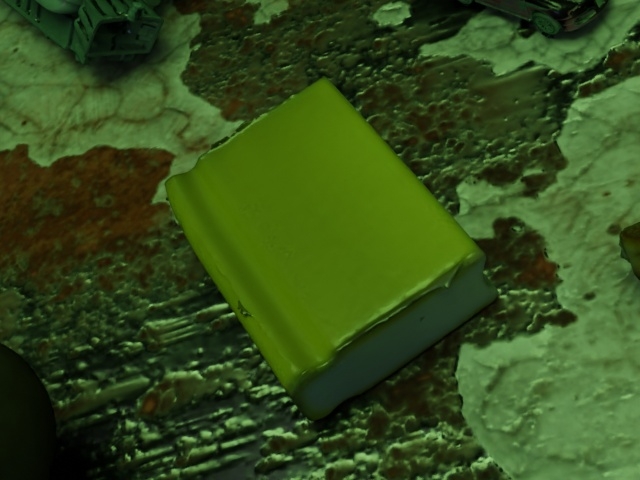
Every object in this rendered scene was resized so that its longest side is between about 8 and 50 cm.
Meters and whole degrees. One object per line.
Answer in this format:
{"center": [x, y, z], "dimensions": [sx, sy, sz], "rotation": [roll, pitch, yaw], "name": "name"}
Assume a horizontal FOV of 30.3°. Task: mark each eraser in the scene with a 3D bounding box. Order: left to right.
{"center": [0.000, 0.000, 0.829], "dimensions": [0.158, 0.069, 0.226], "rotation": [-33, 52, -6], "name": "eraser"}

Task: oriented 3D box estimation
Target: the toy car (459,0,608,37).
{"center": [0.158, -0.210, 0.919], "dimensions": [0.142, 0.055, 0.069], "rotation": [29, 75, 35], "name": "toy car"}

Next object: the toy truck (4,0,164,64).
{"center": [-0.244, -0.290, 1.067], "dimensions": [0.133, 0.184, 0.338], "rotation": [-12, 43, -46], "name": "toy truck"}

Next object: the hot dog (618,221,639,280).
{"center": [0.294, -0.016, 0.741], "dimensions": [0.215, 0.047, 0.066], "rotation": [-18, 23, 2], "name": "hot dog"}

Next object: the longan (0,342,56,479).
{"center": [-0.291, 0.138, 0.756], "dimensions": [0.248, 0.248, 0.248], "rotation": [-10, 55, 14], "name": "longan"}
